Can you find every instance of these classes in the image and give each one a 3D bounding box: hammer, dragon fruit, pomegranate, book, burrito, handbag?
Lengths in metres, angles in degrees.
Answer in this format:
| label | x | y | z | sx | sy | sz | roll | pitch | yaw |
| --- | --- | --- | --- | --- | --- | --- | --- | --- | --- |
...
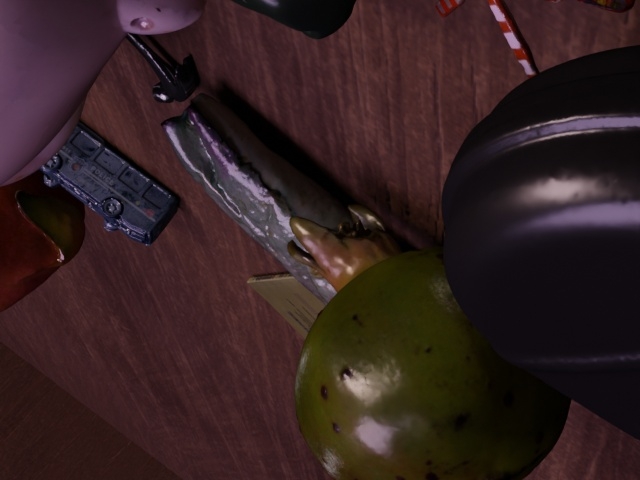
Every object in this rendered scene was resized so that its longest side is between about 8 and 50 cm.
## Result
| label | x | y | z | sx | sy | sz | roll | pitch | yaw |
| --- | --- | --- | --- | --- | --- | --- | --- | --- | --- |
| hammer | -0.169 | -0.183 | 1.070 | 0.201 | 0.021 | 0.078 | 46 | 160 | -19 |
| dragon fruit | -0.406 | -0.041 | 1.452 | 0.291 | 0.290 | 0.189 | 18 | 144 | 48 |
| pomegranate | 0.055 | 0.083 | 0.973 | 0.246 | 0.198 | 0.198 | 34 | 160 | 8 |
| book | 0.022 | 0.091 | 1.330 | 0.168 | 0.013 | 0.192 | 46 | 160 | -16 |
| burrito | 0.000 | 0.001 | 1.093 | 0.309 | 0.066 | 0.096 | 41 | 156 | -4 |
| handbag | 0.198 | 0.025 | 0.611 | 0.308 | 0.093 | 0.254 | 32 | 154 | -28 |

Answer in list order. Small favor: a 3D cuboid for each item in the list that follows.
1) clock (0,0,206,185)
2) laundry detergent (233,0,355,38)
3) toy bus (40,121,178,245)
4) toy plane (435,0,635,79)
| label | x | y | z | sx | sy | sz | roll | pitch | yaw |
| --- | --- | --- | --- | --- | --- | --- | --- | --- | --- |
| clock | -0.290 | -0.168 | 0.906 | 0.377 | 0.250 | 0.368 | -11 | 138 | 42 |
| laundry detergent | -0.038 | -0.166 | 0.732 | 0.144 | 0.078 | 0.222 | 52 | 179 | -6 |
| toy bus | -0.220 | -0.062 | 1.367 | 0.166 | 0.065 | 0.047 | 36 | 161 | 6 |
| toy plane | 0.061 | -0.161 | 0.622 | 0.194 | 0.077 | 0.126 | 38 | 159 | 32 |
